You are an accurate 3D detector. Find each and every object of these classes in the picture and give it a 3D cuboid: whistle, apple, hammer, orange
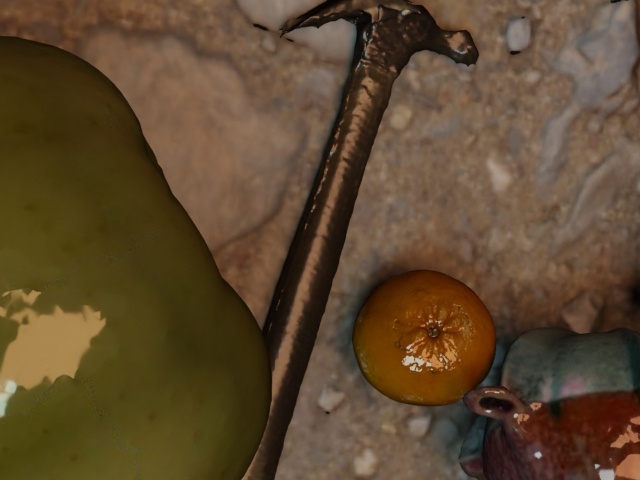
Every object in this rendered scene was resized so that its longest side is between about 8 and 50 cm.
[{"bbox_3d":[0.212,0.139,0.891,0.346,0.134,0.142,24,117,-33],"label":"whistle"},{"bbox_3d":[-0.157,0.049,0.689,0.279,0.279,0.279,-2,97,-22],"label":"apple"},{"bbox_3d":[0.001,0.000,0.852,0.125,0.027,0.297,17,90,-23],"label":"hammer"},{"bbox_3d":[0.060,0.056,0.852,0.083,0.070,0.083,1,68,-1],"label":"orange"}]
